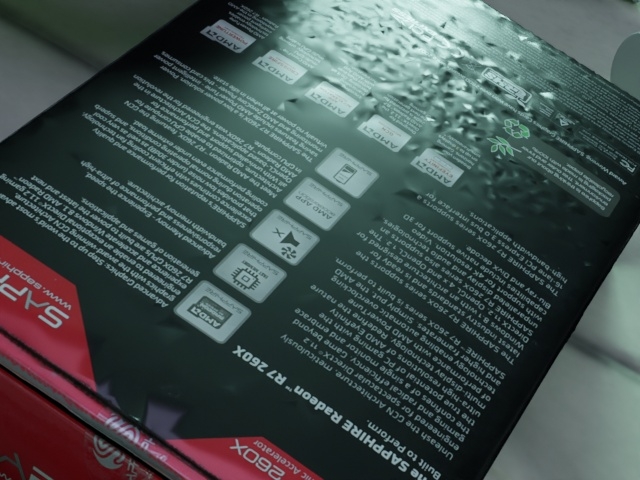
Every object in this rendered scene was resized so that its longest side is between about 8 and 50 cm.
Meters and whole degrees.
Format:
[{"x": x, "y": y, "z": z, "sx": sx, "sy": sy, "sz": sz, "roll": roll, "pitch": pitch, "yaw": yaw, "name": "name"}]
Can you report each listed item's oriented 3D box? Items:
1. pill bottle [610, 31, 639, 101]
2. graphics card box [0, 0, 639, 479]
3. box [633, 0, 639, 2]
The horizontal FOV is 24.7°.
[{"x": 0.240, "y": -0.098, "z": 0.892, "sx": 0.120, "sy": 0.067, "sz": 0.067, "roll": 2, "pitch": 47, "yaw": -26, "name": "pill bottle"}, {"x": 0.000, "y": 0.000, "z": 0.649, "sx": 0.233, "sy": 0.094, "sz": 0.371, "roll": 33, "pitch": 42, "yaw": 8, "name": "graphics card box"}, {"x": 0.154, "y": -0.343, "z": 1.024, "sx": 0.232, "sy": 0.058, "sz": 0.322, "roll": 32, "pitch": 40, "yaw": -31, "name": "box"}]
